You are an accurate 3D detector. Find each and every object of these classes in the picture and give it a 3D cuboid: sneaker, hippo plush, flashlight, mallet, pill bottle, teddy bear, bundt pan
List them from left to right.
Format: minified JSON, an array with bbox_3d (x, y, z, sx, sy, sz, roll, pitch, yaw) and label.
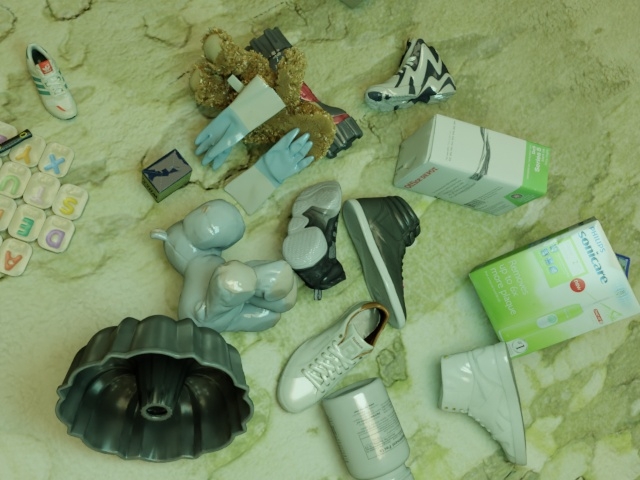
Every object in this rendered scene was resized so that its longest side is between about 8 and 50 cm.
[{"bbox_3d":[-0.641,-0.164,1.243,0.062,0.039,0.189,44,64,0],"label":"mallet"},{"bbox_3d":[-0.536,-0.315,1.297,0.057,0.075,0.161,-28,87,-19],"label":"sneaker"},{"bbox_3d":[-0.281,0.252,1.153,0.331,0.330,0.124,9,39,-14],"label":"bundt pan"},{"bbox_3d":[-0.193,0.057,1.274,0.234,0.294,0.236,11,47,-51],"label":"hippo plush"},{"bbox_3d":[-0.114,-0.291,1.333,0.338,0.245,0.113,19,30,9],"label":"teddy bear"},{"bbox_3d":[-0.033,-0.324,1.427,0.103,0.103,0.304,-34,88,-45],"label":"flashlight"},{"bbox_3d":[0.000,0.000,1.370,0.101,0.153,0.268,-5,40,21],"label":"sneaker"},{"bbox_3d":[0.026,0.225,1.319,0.106,0.123,0.290,45,73,-5],"label":"sneaker"},{"bbox_3d":[0.102,0.399,1.297,0.131,0.131,0.229,-20,84,-18],"label":"pill bottle"},{"bbox_3d":[0.164,0.033,1.404,0.147,0.104,0.295,-18,85,-20],"label":"sneaker"},{"bbox_3d":[0.191,-0.388,1.504,0.235,0.094,0.152,-12,81,-18],"label":"sneaker"},{"bbox_3d":[0.339,0.355,1.397,0.169,0.108,0.292,-13,107,16],"label":"sneaker"}]

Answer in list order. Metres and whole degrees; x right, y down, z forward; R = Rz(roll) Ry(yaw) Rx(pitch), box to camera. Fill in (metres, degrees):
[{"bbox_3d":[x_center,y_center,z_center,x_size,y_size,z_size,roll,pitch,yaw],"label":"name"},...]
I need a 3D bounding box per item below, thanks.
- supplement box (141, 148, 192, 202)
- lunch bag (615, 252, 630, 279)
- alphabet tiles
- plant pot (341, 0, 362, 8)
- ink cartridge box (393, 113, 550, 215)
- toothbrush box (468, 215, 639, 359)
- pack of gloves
[{"bbox_3d":[-0.309,-0.129,1.317,0.083,0.083,0.056,-39,91,-19],"label":"supplement box"},{"bbox_3d":[0.602,0.064,1.505,0.151,0.129,0.096,16,70,-10],"label":"lunch bag"},{"bbox_3d":[-0.604,-0.084,1.261,0.284,0.021,0.277,21,74,-11],"label":"alphabet tiles"},{"bbox_3d":[0.085,-0.605,1.517,0.109,0.109,0.096,-44,104,-19],"label":"plant pot"},{"bbox_3d":[0.325,-0.159,1.437,0.273,0.198,0.114,15,75,-13],"label":"ink cartridge box"},{"bbox_3d":[0.492,0.101,1.395,0.283,0.122,0.206,-25,87,19],"label":"toothbrush box"},{"bbox_3d":[-0.139,-0.177,1.305,0.195,0.232,0.046,48,29,-7],"label":"pack of gloves"}]
